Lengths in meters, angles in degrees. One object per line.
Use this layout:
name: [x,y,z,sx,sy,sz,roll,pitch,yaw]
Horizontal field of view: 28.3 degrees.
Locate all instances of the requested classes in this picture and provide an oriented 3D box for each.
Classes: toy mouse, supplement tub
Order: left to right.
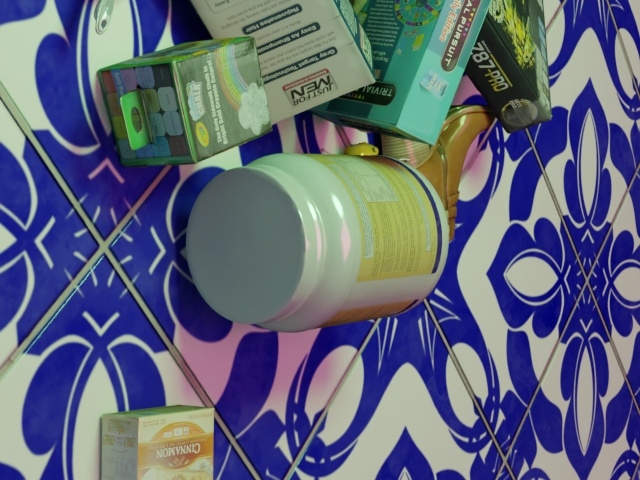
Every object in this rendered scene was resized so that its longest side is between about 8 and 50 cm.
supplement tub: [0.000,0.000,1.749,0.331,0.241,0.241,-3,92,-53]
toy mouse: [0.079,-0.083,1.994,0.161,0.031,0.143,-11,106,-30]

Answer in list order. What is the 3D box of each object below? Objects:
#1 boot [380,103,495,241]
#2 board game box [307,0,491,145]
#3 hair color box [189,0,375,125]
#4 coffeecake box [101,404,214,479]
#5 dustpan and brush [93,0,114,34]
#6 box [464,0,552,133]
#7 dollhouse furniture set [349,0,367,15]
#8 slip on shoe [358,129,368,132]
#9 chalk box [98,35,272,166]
boot: [0.216,-0.111,2.146,0.283,0.109,0.220,-25,108,-48]
board game box: [0.125,-0.320,1.831,0.079,0.253,0.336,22,89,-34]
hair color box: [-0.075,-0.338,1.693,0.105,0.173,0.347,-91,156,-52]
coffeecake box: [-0.206,0.308,1.610,0.142,0.068,0.186,2,89,-54]
dustpan and brush: [-0.257,-0.340,1.556,0.147,0.060,0.211,38,60,-46]
box: [0.288,-0.429,2.178,0.318,0.097,0.395,50,33,-41]
dollhouse furniture set: [0.005,-0.417,1.842,0.123,0.144,0.151,21,109,-51]
slip on shoe: [0.110,-0.317,2.012,0.101,0.123,0.331,38,55,-51]
chalk box: [-0.183,-0.170,1.597,0.213,0.132,0.132,-27,112,-49]
